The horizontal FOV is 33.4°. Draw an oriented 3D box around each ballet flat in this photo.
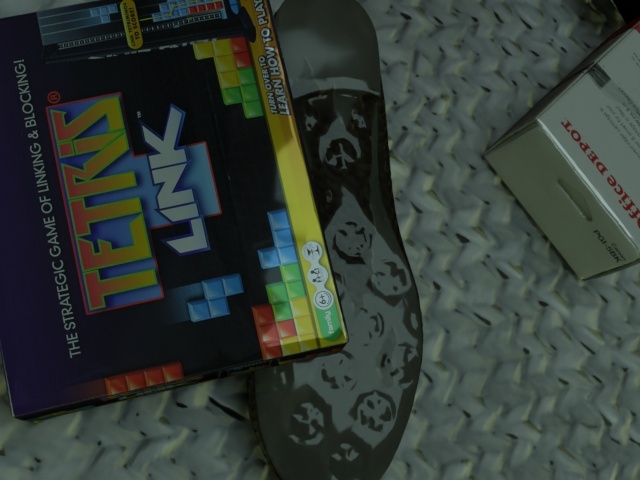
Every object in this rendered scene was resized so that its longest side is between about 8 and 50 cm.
[{"bbox_3d":[0.000,0.000,0.523,0.084,0.058,0.250,-1,78,-14],"label":"ballet flat"}]

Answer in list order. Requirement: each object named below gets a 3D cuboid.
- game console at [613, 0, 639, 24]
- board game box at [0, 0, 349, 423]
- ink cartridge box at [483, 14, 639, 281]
[{"bbox_3d":[0.288,-0.301,0.680,0.213,0.044,0.362,7,96,-29],"label":"game console"},{"bbox_3d":[-0.075,-0.020,0.463,0.141,0.048,0.170,-13,80,-8],"label":"board game box"},{"bbox_3d":[0.174,-0.057,0.620,0.135,0.056,0.099,-40,94,-30],"label":"ink cartridge box"}]
